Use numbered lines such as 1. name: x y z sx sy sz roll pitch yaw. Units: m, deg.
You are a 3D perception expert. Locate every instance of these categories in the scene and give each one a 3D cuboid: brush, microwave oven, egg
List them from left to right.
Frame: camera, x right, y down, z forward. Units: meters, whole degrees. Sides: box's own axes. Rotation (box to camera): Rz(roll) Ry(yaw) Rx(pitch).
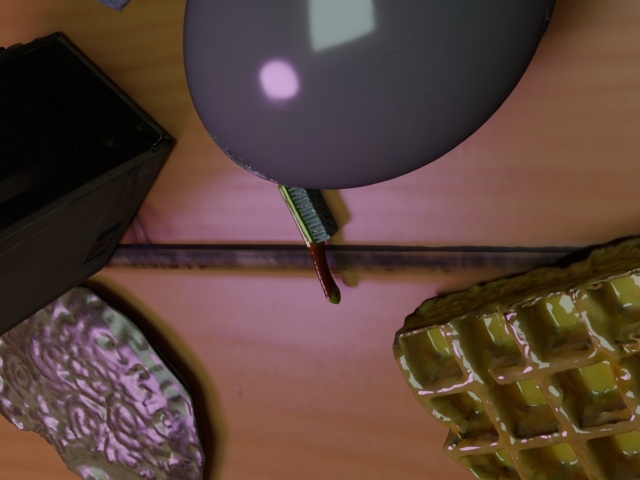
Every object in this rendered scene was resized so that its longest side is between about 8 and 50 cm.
1. microwave oven: -0.219 -0.021 0.598 0.129 0.205 0.163 42 130 6
2. brush: 0.000 0.000 0.586 0.021 0.019 0.083 -14 105 28
3. egg: 0.015 -0.099 0.436 0.146 0.146 0.198 55 140 -4

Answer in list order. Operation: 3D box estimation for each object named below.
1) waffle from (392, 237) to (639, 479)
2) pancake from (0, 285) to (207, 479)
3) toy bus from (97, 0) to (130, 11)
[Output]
1. waffle: 0.149 0.114 0.526 0.160 0.055 0.211 -19 104 39
2. pancake: -0.179 0.127 0.771 0.235 0.029 0.212 51 130 -1
3. toy bus: -0.074 -0.174 0.381 0.106 0.131 0.297 23 177 -28
